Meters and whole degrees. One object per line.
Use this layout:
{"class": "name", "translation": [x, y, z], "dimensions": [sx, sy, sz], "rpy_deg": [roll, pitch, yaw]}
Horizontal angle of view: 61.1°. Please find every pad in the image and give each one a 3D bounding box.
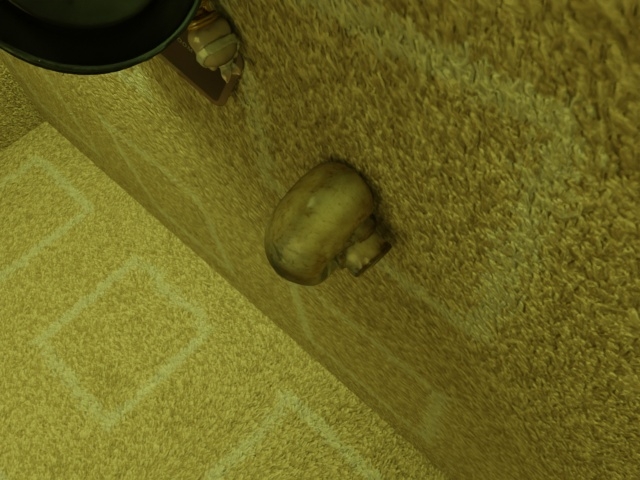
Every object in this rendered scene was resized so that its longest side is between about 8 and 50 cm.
{"class": "pad", "translation": [-0.255, -0.359, 0.951], "dimensions": [0.266, 0.002, 0.176], "rpy_deg": [40, 151, -8]}

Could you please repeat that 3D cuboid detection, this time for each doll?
{"class": "doll", "translation": [-0.172, -0.315, 0.865], "dimensions": [0.084, 0.073, 0.127], "rpy_deg": [41, 160, 58]}

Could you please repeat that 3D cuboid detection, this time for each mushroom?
{"class": "mushroom", "translation": [0.000, 0.000, 0.958], "dimensions": [0.195, 0.189, 0.253], "rpy_deg": [45, 164, 11]}

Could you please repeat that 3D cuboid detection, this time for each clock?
{"class": "clock", "translation": [-0.299, -0.362, 0.648], "dimensions": [0.325, 0.325, 0.067], "rpy_deg": [53, 164, -20]}
